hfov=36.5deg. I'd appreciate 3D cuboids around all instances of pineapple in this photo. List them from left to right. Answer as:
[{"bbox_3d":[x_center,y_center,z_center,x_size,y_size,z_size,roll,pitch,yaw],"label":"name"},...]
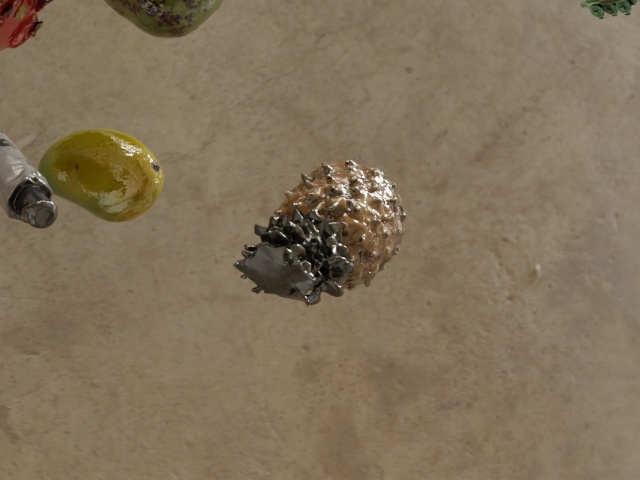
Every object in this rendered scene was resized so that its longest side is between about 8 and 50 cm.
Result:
[{"bbox_3d":[0.000,0.000,1.095,0.158,0.158,0.278,66,25,-7],"label":"pineapple"}]

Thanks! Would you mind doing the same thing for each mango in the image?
[{"bbox_3d":[-0.346,-0.111,1.515,0.091,0.237,0.137,15,99,-63],"label":"mango"}]

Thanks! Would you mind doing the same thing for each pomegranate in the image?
[{"bbox_3d":[-0.274,-0.522,1.699,0.285,0.341,0.285,1,80,-8],"label":"pomegranate"}]

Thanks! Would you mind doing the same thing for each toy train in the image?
[{"bbox_3d":[0.337,-0.289,1.133,0.053,0.083,0.033,42,77,-24],"label":"toy train"}]

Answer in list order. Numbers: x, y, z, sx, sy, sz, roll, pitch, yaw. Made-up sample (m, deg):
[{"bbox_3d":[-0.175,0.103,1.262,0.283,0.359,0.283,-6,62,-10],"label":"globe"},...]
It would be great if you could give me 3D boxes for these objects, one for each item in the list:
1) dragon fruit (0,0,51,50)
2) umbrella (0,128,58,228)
[{"bbox_3d":[-0.585,-0.423,1.579,0.386,0.371,0.249,-55,145,8],"label":"dragon fruit"},{"bbox_3d":[-0.451,-0.103,1.377,0.067,0.337,0.073,15,107,-42],"label":"umbrella"}]
